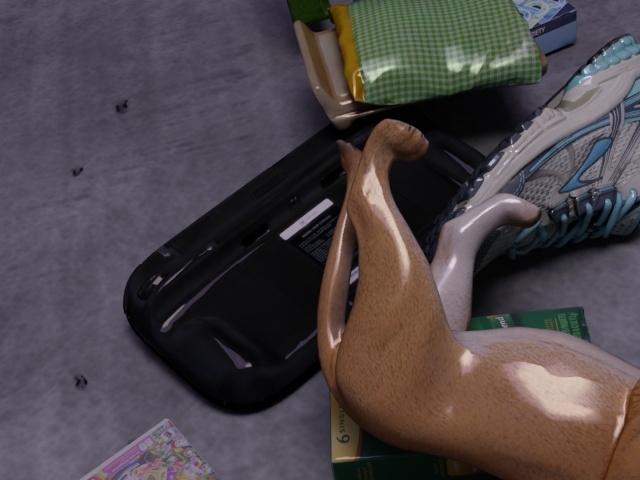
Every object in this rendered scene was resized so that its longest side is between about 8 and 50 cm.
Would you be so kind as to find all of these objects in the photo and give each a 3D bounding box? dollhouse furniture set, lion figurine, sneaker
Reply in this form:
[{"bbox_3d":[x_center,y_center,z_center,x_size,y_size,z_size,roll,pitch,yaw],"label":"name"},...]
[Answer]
[{"bbox_3d":[0.060,-0.253,0.895,0.197,0.151,0.301,-15,39,1],"label":"dollhouse furniture set"},{"bbox_3d":[0.128,0.096,0.588,0.392,0.142,0.240,23,85,28],"label":"lion figurine"},{"bbox_3d":[0.194,-0.044,0.763,0.122,0.110,0.283,45,66,5],"label":"sneaker"}]

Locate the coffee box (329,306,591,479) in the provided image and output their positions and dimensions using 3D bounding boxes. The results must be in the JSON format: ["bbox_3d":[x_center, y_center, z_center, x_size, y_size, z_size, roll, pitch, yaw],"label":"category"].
[{"bbox_3d":[0.097,0.107,0.685,0.184,0.040,0.113,-6,46,7],"label":"coffee box"}]

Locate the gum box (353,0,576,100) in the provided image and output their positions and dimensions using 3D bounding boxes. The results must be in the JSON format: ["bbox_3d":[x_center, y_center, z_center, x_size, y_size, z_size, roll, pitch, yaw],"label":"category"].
[{"bbox_3d":[0.140,-0.230,1.009,0.157,0.041,0.184,-24,45,-11],"label":"gum box"}]

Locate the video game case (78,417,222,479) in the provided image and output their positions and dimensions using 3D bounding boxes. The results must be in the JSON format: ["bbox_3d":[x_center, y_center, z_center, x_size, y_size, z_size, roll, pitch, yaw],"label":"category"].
[{"bbox_3d":[-0.106,0.183,0.674,0.087,0.011,0.122,-34,49,-21],"label":"video game case"}]

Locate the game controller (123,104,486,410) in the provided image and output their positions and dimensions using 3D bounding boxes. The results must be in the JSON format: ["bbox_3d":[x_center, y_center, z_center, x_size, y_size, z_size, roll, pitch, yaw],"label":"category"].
[{"bbox_3d":[0.000,0.000,0.810,0.319,0.067,0.166,-38,65,-23],"label":"game controller"}]
